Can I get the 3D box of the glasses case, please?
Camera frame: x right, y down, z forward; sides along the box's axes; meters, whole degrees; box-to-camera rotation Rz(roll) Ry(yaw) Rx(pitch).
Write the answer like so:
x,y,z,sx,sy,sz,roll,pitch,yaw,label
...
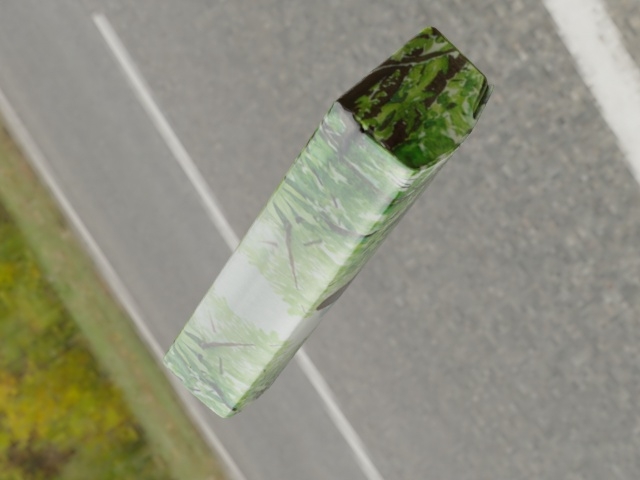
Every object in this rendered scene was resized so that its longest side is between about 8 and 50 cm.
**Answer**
x,y,z,sx,sy,sz,roll,pitch,yaw,label
0.000,0.000,0.887,0.062,0.095,0.272,43,140,5,glasses case
